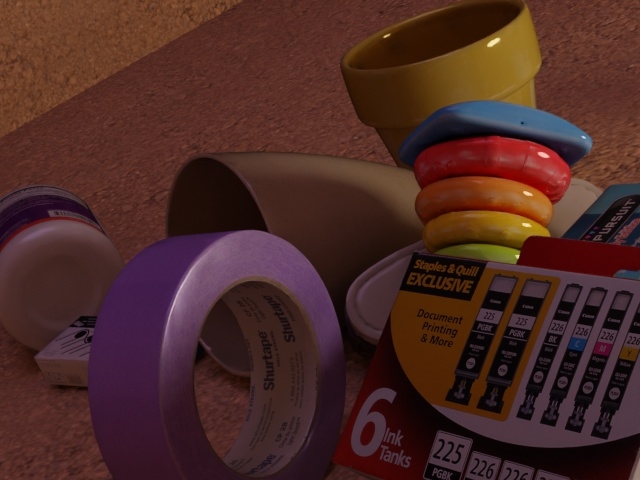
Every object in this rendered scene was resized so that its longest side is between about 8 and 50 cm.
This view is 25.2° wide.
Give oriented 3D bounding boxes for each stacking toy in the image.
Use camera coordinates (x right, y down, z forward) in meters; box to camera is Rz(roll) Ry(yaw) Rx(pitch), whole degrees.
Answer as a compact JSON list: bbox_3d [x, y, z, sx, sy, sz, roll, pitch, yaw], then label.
[{"bbox_3d":[0.167,0.026,1.449,0.175,0.301,0.166,10,-19,-13],"label":"stacking toy"}]

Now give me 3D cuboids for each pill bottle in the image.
[{"bbox_3d":[-0.382,0.027,1.998,0.182,0.181,0.323,-24,20,-10],"label":"pill bottle"}]

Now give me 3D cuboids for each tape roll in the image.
[{"bbox_3d":[-0.089,0.129,1.340,0.090,0.274,0.275,-6,25,36],"label":"tape roll"}]

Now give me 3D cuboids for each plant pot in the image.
[{"bbox_3d":[0.000,0.000,1.672,0.274,0.256,0.256,-15,15,-32],"label":"plant pot"},{"bbox_3d":[0.181,-0.163,1.870,0.254,0.239,0.254,-18,21,7],"label":"plant pot"}]

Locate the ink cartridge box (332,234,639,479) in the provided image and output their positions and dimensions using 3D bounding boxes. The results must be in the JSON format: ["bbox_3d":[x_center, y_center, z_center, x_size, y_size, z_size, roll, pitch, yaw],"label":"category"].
[{"bbox_3d":[0.193,0.105,1.160,0.309,0.130,0.271,7,71,51],"label":"ink cartridge box"}]

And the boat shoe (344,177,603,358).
[{"bbox_3d":[0.172,0.033,1.575,0.324,0.116,0.096,-28,-22,-15],"label":"boat shoe"}]

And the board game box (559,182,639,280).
[{"bbox_3d":[0.373,0.026,1.322,0.336,0.079,0.254,-3,26,41],"label":"board game box"}]

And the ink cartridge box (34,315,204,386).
[{"bbox_3d":[-0.248,0.139,1.776,0.207,0.046,0.097,0,31,38],"label":"ink cartridge box"}]
